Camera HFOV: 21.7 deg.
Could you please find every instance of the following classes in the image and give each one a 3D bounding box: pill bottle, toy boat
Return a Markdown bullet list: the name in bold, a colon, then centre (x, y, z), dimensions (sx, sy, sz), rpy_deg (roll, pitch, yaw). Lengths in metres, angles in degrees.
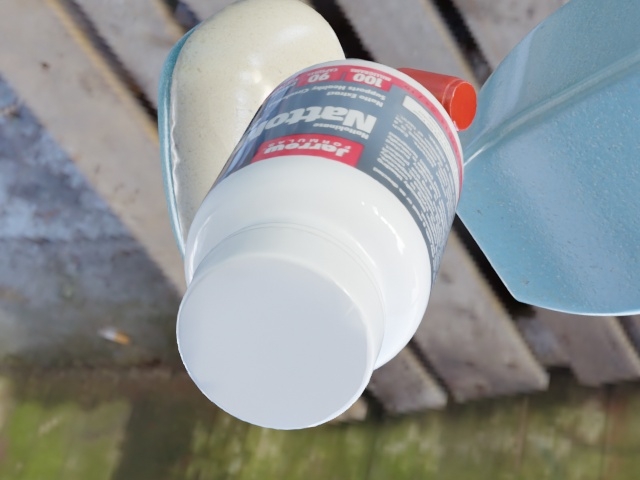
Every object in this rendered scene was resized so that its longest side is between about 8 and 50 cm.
- **pill bottle**: centre (0.000, 0.000, 0.734), dimensions (0.108, 0.180, 0.108), rpy_deg (5, 118, 10)
- **toy boat**: centre (-0.016, -0.073, 1.320), dimensions (0.148, 0.318, 0.268), rpy_deg (9, 115, 37)

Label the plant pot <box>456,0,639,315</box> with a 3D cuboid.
- **plant pot**: centre (0.257, -0.075, 1.512), dimensions (0.252, 0.248, 0.247), rpy_deg (-25, 112, 29)
